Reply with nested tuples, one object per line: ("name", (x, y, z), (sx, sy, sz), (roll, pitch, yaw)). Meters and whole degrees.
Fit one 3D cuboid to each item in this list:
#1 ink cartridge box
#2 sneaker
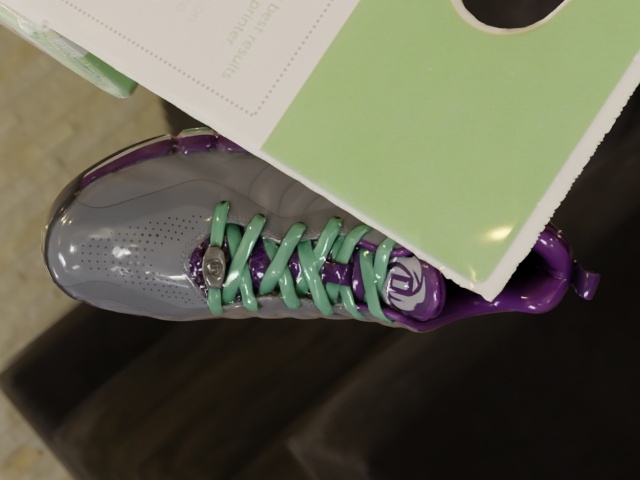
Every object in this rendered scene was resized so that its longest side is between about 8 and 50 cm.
("ink cartridge box", (-0.007, -0.108, 0.384), (0.171, 0.235, 0.056), (-56, -21, -3))
("sneaker", (0.000, 0.000, 0.702), (0.224, 0.083, 0.098), (-3, 16, -14))
